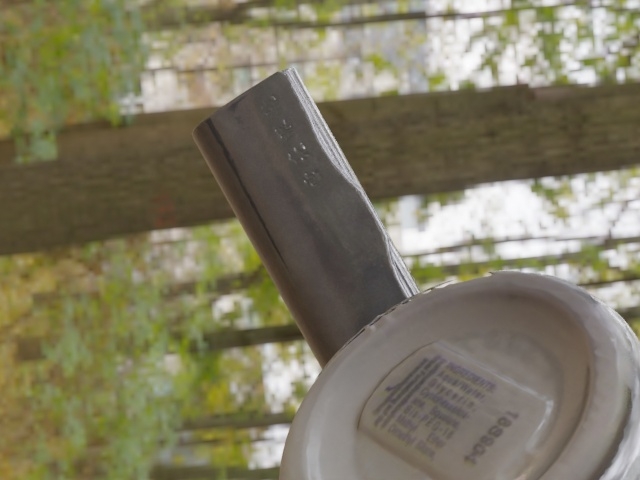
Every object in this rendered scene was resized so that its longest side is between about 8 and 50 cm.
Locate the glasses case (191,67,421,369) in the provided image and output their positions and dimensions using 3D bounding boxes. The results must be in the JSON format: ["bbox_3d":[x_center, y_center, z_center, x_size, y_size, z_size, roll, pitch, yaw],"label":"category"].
[{"bbox_3d":[0.001,0.001,0.878,0.190,0.072,0.042,61,8,2],"label":"glasses case"}]

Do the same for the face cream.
[{"bbox_3d":[0.088,0.125,0.709,0.153,0.177,0.177,58,10,-35],"label":"face cream"}]
